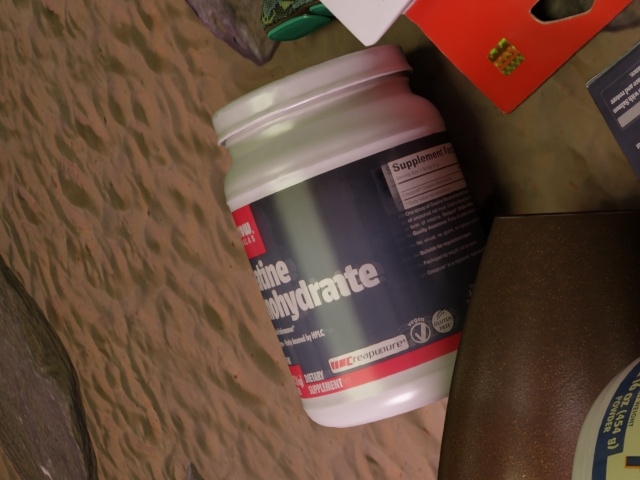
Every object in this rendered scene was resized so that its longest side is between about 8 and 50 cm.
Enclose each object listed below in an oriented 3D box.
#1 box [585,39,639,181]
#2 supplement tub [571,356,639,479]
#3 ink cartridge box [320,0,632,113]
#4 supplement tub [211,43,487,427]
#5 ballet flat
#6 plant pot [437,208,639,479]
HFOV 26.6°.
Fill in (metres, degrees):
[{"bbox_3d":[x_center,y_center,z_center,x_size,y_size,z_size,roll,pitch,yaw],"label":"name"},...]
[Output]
[{"bbox_3d":[0.264,-0.060,0.766,0.158,0.156,0.093,63,146,10],"label":"box"},{"bbox_3d":[0.316,0.131,0.719,0.325,0.235,0.235,-35,77,57],"label":"supplement tub"},{"bbox_3d":[0.101,-0.219,0.937,0.239,0.060,0.275,45,145,0],"label":"ink cartridge box"},{"bbox_3d":[0.035,-0.002,1.103,0.191,0.191,0.272,-21,89,58],"label":"supplement tub"},{"bbox_3d":[0.005,-0.217,1.155,0.188,0.070,0.070,-4,103,53],"label":"ballet flat"},{"bbox_3d":[0.180,0.095,0.956,0.215,0.215,0.231,-1,93,56],"label":"plant pot"}]
